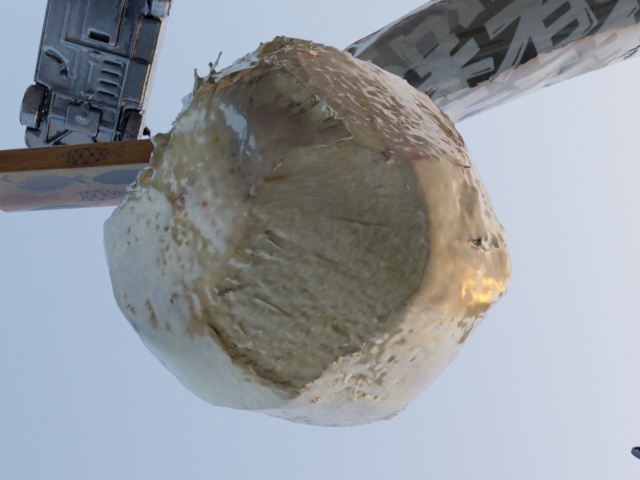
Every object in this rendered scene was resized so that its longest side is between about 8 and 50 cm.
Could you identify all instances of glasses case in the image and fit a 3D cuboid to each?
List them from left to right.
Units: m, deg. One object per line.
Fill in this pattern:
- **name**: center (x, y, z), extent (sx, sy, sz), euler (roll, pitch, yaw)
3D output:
- **glasses case**: center (-0.190, -0.050, 0.906), extent (0.170, 0.064, 0.041), euler (-2, -113, 13)

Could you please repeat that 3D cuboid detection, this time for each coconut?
- **coconut**: center (-0.001, 0.003, 0.540), extent (0.194, 0.194, 0.194), euler (16, -128, -22)

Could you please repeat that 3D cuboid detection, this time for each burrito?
- **burrito**: center (0.194, -0.192, 1.011), extent (0.446, 0.139, 0.101), euler (-20, -123, 3)

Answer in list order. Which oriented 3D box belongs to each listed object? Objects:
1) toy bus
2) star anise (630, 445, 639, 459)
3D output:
- **toy bus**: center (-0.238, -0.229, 1.218), extent (0.139, 0.289, 0.157), euler (14, -153, -5)
- **star anise**: center (0.384, 0.195, 0.776), extent (0.315, 0.315, 0.108), euler (21, -108, -18)
